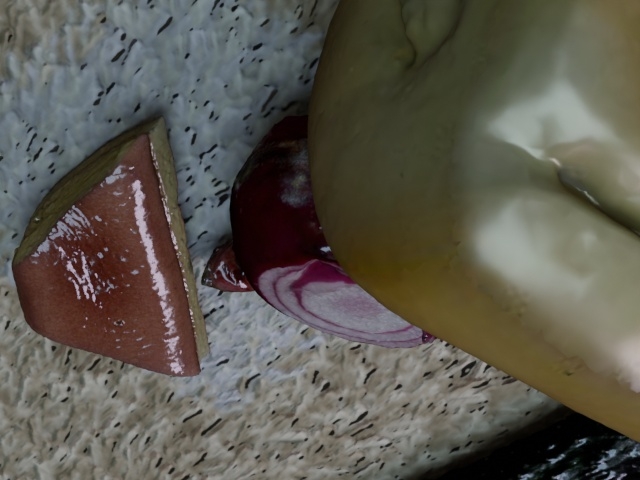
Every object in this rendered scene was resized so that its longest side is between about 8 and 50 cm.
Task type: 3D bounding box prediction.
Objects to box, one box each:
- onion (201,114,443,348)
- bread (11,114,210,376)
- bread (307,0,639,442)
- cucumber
[{"bbox_3d":[0.006,-0.013,1.265,0.198,0.135,0.173,-1,147,45],"label":"onion"},{"bbox_3d":[-0.142,0.011,1.295,0.119,0.067,0.192,-9,122,-5],"label":"bread"},{"bbox_3d":[0.189,-0.064,1.127,0.376,0.253,0.348,25,80,-26],"label":"bread"},{"bbox_3d":[0.134,0.184,1.404,0.303,0.081,0.072,-28,74,19],"label":"cucumber"}]
